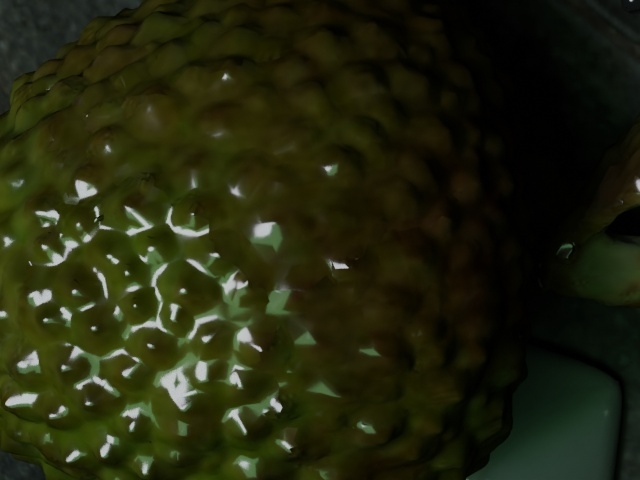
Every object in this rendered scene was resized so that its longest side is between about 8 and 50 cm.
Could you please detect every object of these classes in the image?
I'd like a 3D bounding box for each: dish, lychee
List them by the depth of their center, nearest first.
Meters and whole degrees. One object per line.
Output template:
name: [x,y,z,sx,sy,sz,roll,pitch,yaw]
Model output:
lychee: [-0.012,0.001,0.850,0.270,0.320,0.270,26,124,46]
dish: [0.054,0.164,0.997,0.182,0.080,0.243,16,120,27]

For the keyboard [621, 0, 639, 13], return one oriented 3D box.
keyboard: [0.137,-0.177,0.828,0.053,0.010,0.155,-6,108,36]
